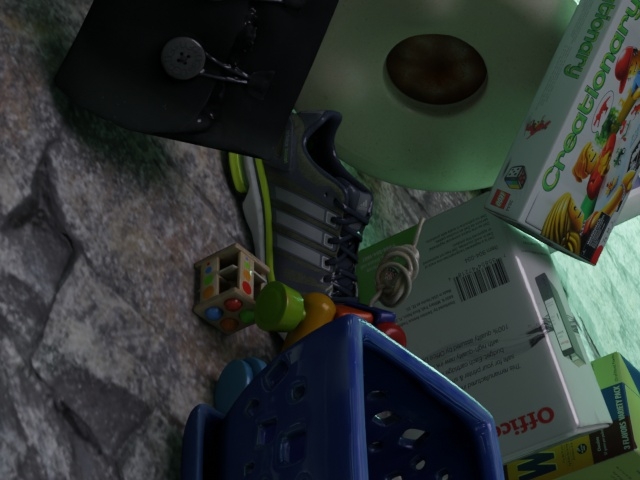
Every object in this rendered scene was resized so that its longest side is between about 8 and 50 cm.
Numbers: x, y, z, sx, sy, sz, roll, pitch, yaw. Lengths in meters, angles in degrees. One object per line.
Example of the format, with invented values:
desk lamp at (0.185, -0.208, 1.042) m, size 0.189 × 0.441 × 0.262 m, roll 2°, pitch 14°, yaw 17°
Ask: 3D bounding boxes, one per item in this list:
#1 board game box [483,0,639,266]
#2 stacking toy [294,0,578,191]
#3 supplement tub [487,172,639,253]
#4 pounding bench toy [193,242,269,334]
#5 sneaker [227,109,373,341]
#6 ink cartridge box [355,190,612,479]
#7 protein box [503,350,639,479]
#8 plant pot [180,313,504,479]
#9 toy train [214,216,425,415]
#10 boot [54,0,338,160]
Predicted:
board game box at (0.298, -0.139, 1.655) m, size 0.193 × 0.053 × 0.305 m, roll 23°, pitch 92°, yaw -53°
stacking toy at (0.154, -0.326, 1.852) m, size 0.350 × 0.351 × 0.480 m, roll 47°, pitch 36°, yaw -31°
supplement tub at (0.320, -0.153, 2.160) m, size 0.228 × 0.228 × 0.316 m, roll -16°, pitch 82°, yaw -63°
pounding bench toy at (-0.074, 0.057, 1.478) m, size 0.083 × 0.052 × 0.065 m, roll 39°, pitch 36°, yaw -40°
sneaker at (0.000, 0.000, 1.581) m, size 0.111 × 0.121 × 0.300 m, roll 2°, pitch 66°, yaw -60°
ink cartridge box at (0.170, 0.110, 1.704) m, size 0.115 × 0.198 × 0.272 m, roll 7°, pitch 61°, yaw -60°
protein box at (0.315, 0.262, 1.827) m, size 0.200 × 0.201 × 0.136 m, roll 40°, pitch 35°, yaw -39°
plant pot at (0.013, 0.235, 1.307) m, size 0.236 × 0.212 × 0.236 m, roll 38°, pitch 36°, yaw -41°
toy train at (0.001, 0.071, 1.451) m, size 0.143 × 0.105 × 0.248 m, roll 24°, pitch 84°, yaw -36°
boot at (-0.131, -0.315, 1.339) m, size 0.367 × 0.445 × 0.146 m, roll 21°, pitch 29°, yaw -11°
